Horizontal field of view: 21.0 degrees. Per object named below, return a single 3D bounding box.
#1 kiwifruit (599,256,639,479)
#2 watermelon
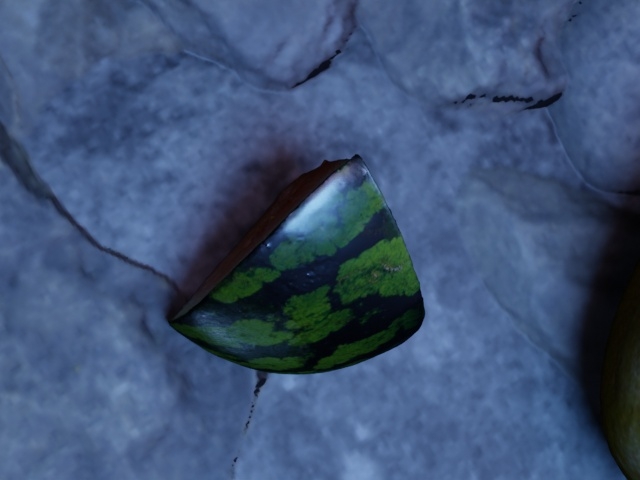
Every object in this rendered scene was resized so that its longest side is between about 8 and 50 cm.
[{"bbox_3d":[0.245,0.046,0.850,0.196,0.196,0.234,34,70,-14],"label":"kiwifruit"},{"bbox_3d":[0.000,0.000,0.821,0.125,0.135,0.094,8,46,-16],"label":"watermelon"}]
